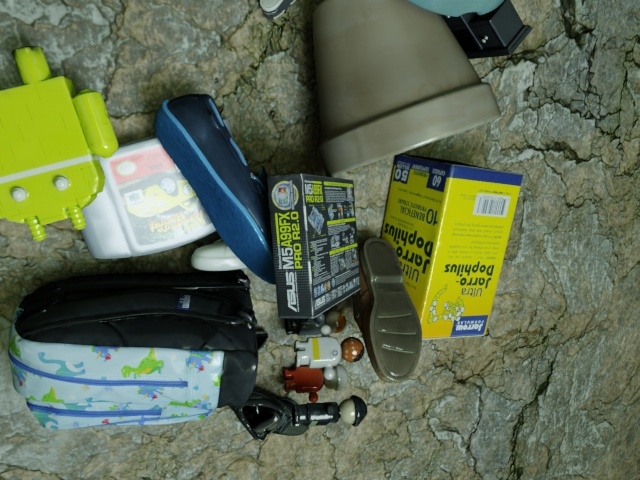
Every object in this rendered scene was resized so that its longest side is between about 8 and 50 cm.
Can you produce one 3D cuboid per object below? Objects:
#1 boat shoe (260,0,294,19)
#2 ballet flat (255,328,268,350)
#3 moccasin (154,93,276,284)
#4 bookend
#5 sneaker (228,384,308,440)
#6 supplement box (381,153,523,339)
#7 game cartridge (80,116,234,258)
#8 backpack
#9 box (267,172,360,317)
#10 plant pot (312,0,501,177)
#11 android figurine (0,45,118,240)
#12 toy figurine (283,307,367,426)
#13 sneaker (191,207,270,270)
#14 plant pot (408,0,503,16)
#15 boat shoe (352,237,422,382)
[{"bbox_3d":[-0.057,-0.443,0.892,0.046,0.038,0.125,35,80,12],"label":"boat shoe"},{"bbox_3d":[-0.132,0.198,0.973,0.049,0.173,0.057,-15,94,-1],"label":"ballet flat"},{"bbox_3d":[-0.128,-0.091,0.824,0.117,0.138,0.342,-39,107,-35],"label":"moccasin"},{"bbox_3d":[0.306,-0.446,1.001,0.156,0.157,0.072,42,84,-30],"label":"bookend"},{"bbox_3d":[-0.097,0.380,1.063,0.087,0.130,0.227,-50,121,-3],"label":"sneaker"},{"bbox_3d":[0.260,0.009,1.089,0.195,0.194,0.356,2,104,-27],"label":"supplement box"},{"bbox_3d":[-0.276,-0.084,0.883,0.294,0.060,0.196,-21,117,-19],"label":"game cartridge"},{"bbox_3d":[-0.306,0.167,0.822,0.355,0.290,0.273,13,114,-22],"label":"backpack"},{"bbox_3d":[0.000,0.000,0.863,0.060,0.270,0.216,-4,94,20],"label":"box"},{"bbox_3d":[0.117,-0.293,0.896,0.323,0.323,0.280,-23,97,-19],"label":"plant pot"},{"bbox_3d":[-0.432,-0.138,0.751,0.248,0.056,0.273,-14,99,-6],"label":"android figurine"},{"bbox_3d":[0.009,0.256,1.030,0.148,0.213,0.209,0,102,-11],"label":"toy figurine"},{"bbox_3d":[-0.114,-0.023,0.960,0.290,0.106,0.123,-15,105,-32],"label":"sneaker"},{"bbox_3d":[0.226,-0.523,0.680,0.341,0.334,0.341,5,64,-10],"label":"plant pot"},{"bbox_3d":[0.125,0.148,1.020,0.111,0.307,0.104,11,143,-17],"label":"boat shoe"}]
